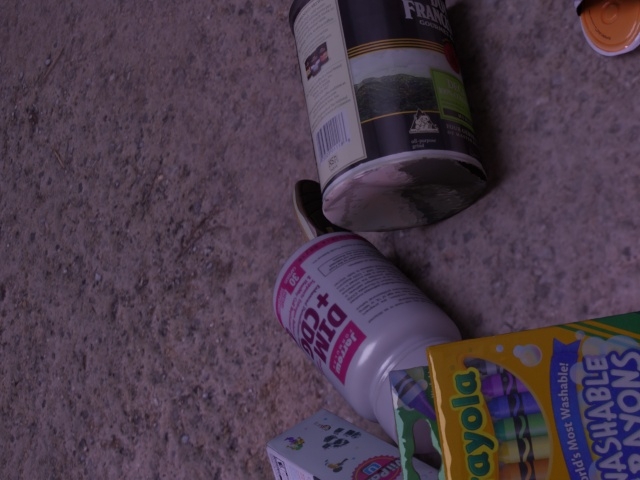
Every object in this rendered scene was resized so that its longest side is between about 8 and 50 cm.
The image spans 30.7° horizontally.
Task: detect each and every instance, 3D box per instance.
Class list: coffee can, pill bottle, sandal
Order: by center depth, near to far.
[{"bbox_3d":[0.306,-0.333,1.279,0.102,0.076,0.265,-11,74,51],"label":"sandal"},{"bbox_3d":[0.072,0.121,1.422,0.283,0.160,0.160,44,118,47],"label":"pill bottle"},{"bbox_3d":[0.080,-0.175,1.440,0.201,0.201,0.275,-33,58,45],"label":"coffee can"}]

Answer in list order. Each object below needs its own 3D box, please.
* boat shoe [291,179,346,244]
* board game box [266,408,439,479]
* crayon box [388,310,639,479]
[{"bbox_3d":[0.000,0.000,1.626,0.072,0.068,0.190,-64,37,42],"label":"boat shoe"},{"bbox_3d":[0.079,0.351,1.342,0.303,0.097,0.224,19,131,54],"label":"board game box"},{"bbox_3d":[0.227,0.189,1.122,0.323,0.083,0.203,-11,70,11],"label":"crayon box"}]
